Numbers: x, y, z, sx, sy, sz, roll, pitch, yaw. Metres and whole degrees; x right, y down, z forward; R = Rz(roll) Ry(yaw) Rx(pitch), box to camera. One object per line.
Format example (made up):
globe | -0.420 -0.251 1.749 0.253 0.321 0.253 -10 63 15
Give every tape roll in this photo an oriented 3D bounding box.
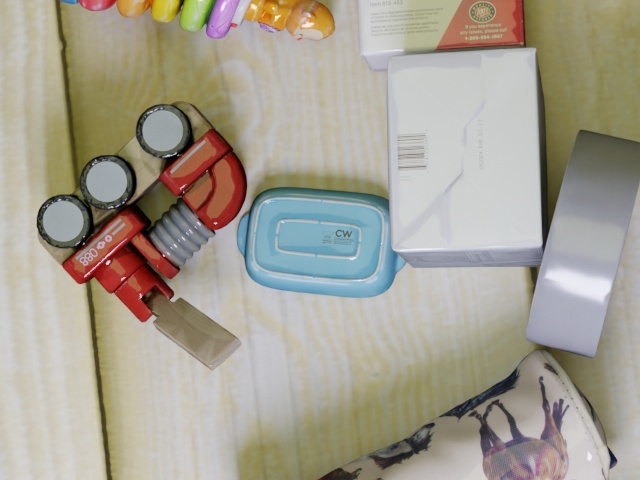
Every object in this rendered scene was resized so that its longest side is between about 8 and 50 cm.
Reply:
tape roll | 0.264 0.003 1.653 0.072 0.219 0.219 15 86 9

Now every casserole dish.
casserole dish | 0.000 0.000 1.787 0.188 0.037 0.114 6 85 8

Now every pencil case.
pencil case | 0.092 0.264 1.681 0.410 0.183 0.160 -28 103 6

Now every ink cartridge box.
ink cartridge box | 0.126 -0.308 1.767 0.172 0.100 0.237 -3 85 8

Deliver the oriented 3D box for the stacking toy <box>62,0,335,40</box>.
stacking toy | -0.125 -0.282 1.795 0.301 0.175 0.166 24 83 -3

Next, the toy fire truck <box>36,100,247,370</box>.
toy fire truck | -0.150 0.002 1.763 0.217 0.158 0.246 -42 91 2

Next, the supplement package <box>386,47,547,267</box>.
supplement package | 0.152 -0.076 1.687 0.149 0.203 0.194 -2 83 9
